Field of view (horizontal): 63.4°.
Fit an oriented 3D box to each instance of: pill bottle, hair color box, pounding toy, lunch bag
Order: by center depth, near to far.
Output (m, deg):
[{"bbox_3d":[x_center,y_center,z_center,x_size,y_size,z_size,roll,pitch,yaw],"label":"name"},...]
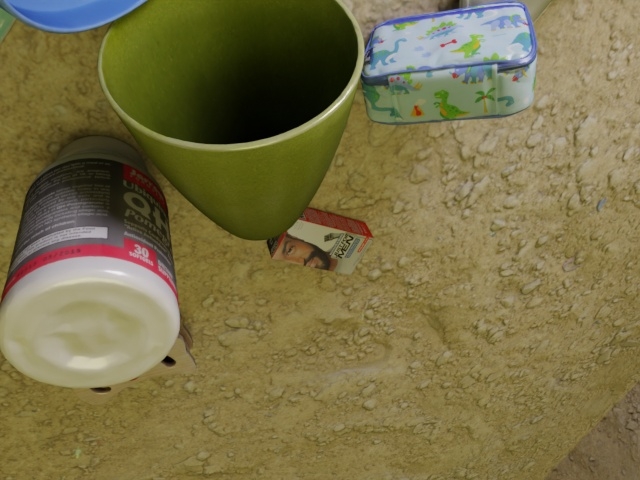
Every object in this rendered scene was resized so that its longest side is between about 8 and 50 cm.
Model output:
[{"bbox_3d":[-0.274,0.002,0.639,0.176,0.319,0.176,-11,131,-13],"label":"pill bottle"},{"bbox_3d":[0.164,-0.236,0.680,0.218,0.176,0.090,0,136,19],"label":"lunch bag"},{"bbox_3d":[-0.353,0.231,0.907,0.269,0.155,0.154,-2,124,-20],"label":"pounding toy"},{"bbox_3d":[0.000,0.000,0.922,0.167,0.053,0.093,13,123,-28],"label":"hair color box"}]

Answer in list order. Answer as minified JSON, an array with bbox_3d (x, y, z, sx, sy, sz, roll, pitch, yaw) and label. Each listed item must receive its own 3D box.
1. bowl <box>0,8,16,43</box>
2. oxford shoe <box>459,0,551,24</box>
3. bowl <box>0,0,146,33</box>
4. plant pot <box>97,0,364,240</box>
[{"bbox_3d":[-0.415,-0.227,0.442,0.163,0.312,0.311,39,108,-19],"label":"bowl"},{"bbox_3d":[0.339,-0.439,0.642,0.169,0.130,0.449,16,123,-35],"label":"oxford shoe"},{"bbox_3d":[-0.133,-0.339,0.392,0.077,0.391,0.391,41,108,-10],"label":"bowl"},{"bbox_3d":[-0.091,-0.128,0.661,0.274,0.275,0.294,-15,151,-9],"label":"plant pot"}]
